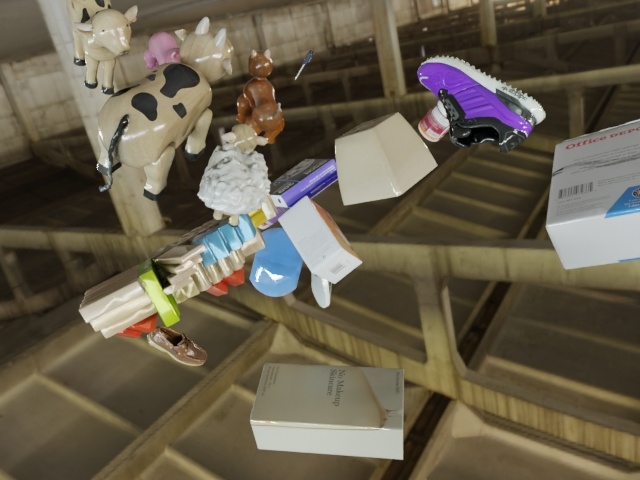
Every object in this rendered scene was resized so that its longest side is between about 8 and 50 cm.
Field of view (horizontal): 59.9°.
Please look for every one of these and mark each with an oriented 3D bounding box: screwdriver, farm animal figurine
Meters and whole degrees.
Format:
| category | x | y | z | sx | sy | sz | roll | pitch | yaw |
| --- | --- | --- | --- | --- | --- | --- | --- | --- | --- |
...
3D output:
| category | x | y | z | sx | sy | sz | roll | pitch | yaw |
| --- | --- | --- | --- | --- | --- | --- | --- | --- | --- |
| screwdriver | -0.061 | -0.588 | 1.880 | 0.025 | 0.024 | 0.170 | -54 | -172 | -31 |
| farm animal figurine | -0.199 | -0.206 | 0.721 | 0.331 | 0.172 | 0.326 | 17 | -130 | -10 |

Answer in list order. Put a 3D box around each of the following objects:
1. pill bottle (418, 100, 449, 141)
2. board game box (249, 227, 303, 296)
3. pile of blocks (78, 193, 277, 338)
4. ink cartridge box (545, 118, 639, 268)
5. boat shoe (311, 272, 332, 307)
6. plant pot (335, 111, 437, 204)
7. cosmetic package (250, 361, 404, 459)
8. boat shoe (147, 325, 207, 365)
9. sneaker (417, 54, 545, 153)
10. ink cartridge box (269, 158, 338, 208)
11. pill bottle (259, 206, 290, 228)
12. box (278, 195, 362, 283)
| category | x | y | z | sx | sy | sz | roll | pitch | yaw |
| --- | --- | --- | --- | --- | --- | --- | --- | --- | --- |
| pill bottle | 0.378 | -0.382 | 1.708 | 0.086 | 0.086 | 0.152 | -34 | 171 | -43 |
| board game box | -0.110 | 0.053 | 1.364 | 0.133 | 0.168 | 0.033 | 17 | 173 | -33 |
| pile of blocks | -0.177 | 0.049 | 0.842 | 0.362 | 0.112 | 0.149 | -36 | -160 | -33 |
| ink cartridge box | 0.776 | -0.130 | 1.460 | 0.286 | 0.166 | 0.394 | -12 | -146 | 36 |
| boat shoe | 0.014 | 0.104 | 1.736 | 0.070 | 0.219 | 0.078 | -18 | -159 | -31 |
| plant pot | 0.084 | -0.123 | 0.802 | 0.109 | 0.096 | 0.109 | -6 | -157 | 47 |
| cosmetic package | 0.023 | 0.359 | 1.183 | 0.310 | 0.113 | 0.160 | -1 | -142 | 9 |
| boat shoe | -0.388 | 0.291 | 1.533 | 0.060 | 0.178 | 0.064 | -42 | -154 | 33 |
| sneaker | 0.303 | -0.277 | 1.170 | 0.293 | 0.102 | 0.146 | 36 | -90 | 28 |
| ink cartridge box | -0.054 | -0.166 | 1.582 | 0.206 | 0.045 | 0.208 | -38 | -154 | -24 |
| pill bottle | -0.137 | -0.128 | 1.821 | 0.194 | 0.108 | 0.108 | -30 | -163 | 16 |
| box | 0.000 | 0.000 | 1.309 | 0.091 | 0.130 | 0.170 | -39 | -118 | 11 |
